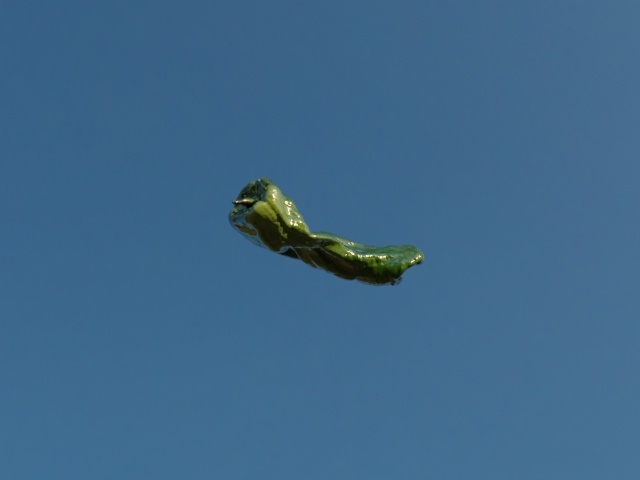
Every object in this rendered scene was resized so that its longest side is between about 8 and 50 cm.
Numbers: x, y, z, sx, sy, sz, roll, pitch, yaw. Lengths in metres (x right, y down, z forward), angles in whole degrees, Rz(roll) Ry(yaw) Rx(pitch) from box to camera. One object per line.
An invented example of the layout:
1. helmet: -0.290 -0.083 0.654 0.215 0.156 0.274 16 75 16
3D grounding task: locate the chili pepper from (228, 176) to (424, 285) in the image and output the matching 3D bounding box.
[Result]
1. chili pepper: 0.000 0.001 0.549 0.091 0.030 0.034 23 -59 -27
